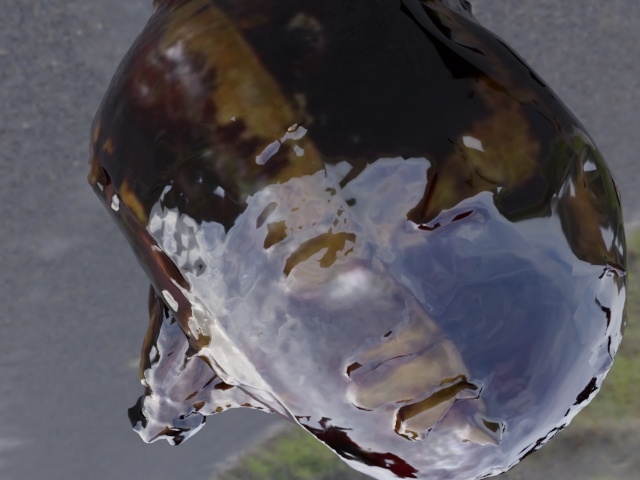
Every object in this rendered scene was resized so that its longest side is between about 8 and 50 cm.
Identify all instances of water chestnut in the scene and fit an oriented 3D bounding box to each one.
[{"bbox_3d":[0.000,0.000,0.631,0.300,0.300,0.300,-10,167,-2],"label":"water chestnut"}]
